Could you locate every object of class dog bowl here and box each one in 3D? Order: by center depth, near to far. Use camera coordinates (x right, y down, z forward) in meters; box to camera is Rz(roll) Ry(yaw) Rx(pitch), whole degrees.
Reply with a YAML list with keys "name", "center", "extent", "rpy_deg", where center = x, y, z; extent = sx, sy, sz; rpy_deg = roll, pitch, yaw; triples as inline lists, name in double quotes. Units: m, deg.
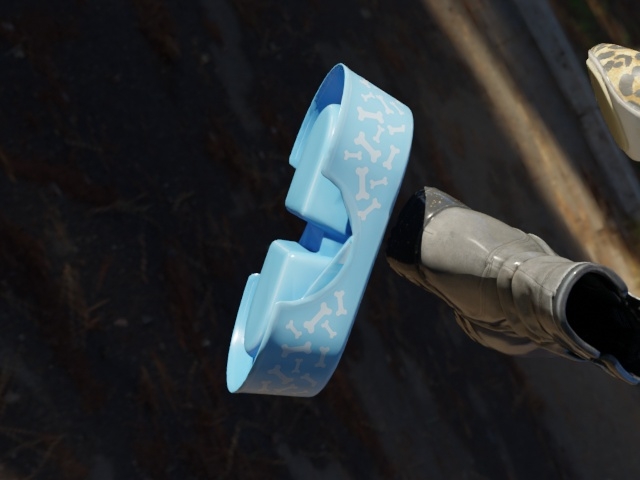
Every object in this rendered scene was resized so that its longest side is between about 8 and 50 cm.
- name: "dog bowl"
  center: [0.000, 0.000, 1.057]
  extent: [0.074, 0.297, 0.166]
  rpy_deg: [19, 2, -12]

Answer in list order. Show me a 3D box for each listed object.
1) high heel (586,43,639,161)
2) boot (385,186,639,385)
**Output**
- name: "high heel"
  center: [0.363, -0.142, 1.130]
  extent: [0.261, 0.186, 0.093]
  rpy_deg: [-108, 173, -53]
- name: "boot"
  center: [0.224, 0.074, 1.104]
  extent: [0.222, 0.118, 0.338]
  rpy_deg: [27, 3, 41]
